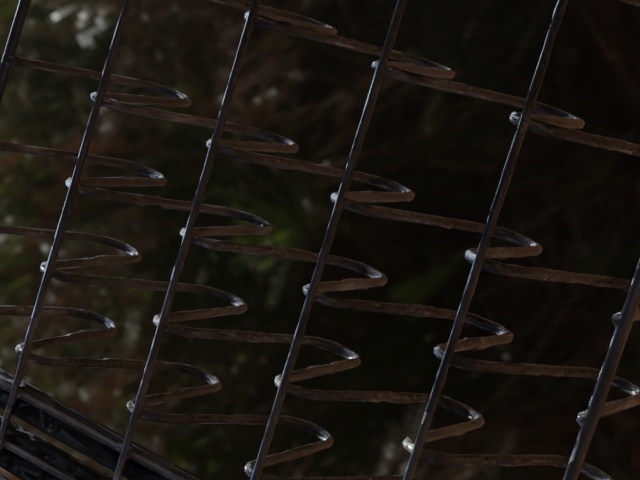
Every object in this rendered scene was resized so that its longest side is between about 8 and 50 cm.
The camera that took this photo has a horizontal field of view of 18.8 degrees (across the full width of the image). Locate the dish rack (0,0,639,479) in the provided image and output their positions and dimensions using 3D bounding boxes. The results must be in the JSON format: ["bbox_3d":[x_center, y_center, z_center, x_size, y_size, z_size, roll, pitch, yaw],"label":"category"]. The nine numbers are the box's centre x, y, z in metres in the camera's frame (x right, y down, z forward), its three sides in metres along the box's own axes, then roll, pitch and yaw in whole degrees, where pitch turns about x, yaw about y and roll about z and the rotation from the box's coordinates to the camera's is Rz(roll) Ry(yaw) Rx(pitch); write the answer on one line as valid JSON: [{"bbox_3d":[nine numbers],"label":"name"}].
[{"bbox_3d":[0.000,0.000,0.463,0.208,0.271,0.074,24,-168,31],"label":"dish rack"}]
